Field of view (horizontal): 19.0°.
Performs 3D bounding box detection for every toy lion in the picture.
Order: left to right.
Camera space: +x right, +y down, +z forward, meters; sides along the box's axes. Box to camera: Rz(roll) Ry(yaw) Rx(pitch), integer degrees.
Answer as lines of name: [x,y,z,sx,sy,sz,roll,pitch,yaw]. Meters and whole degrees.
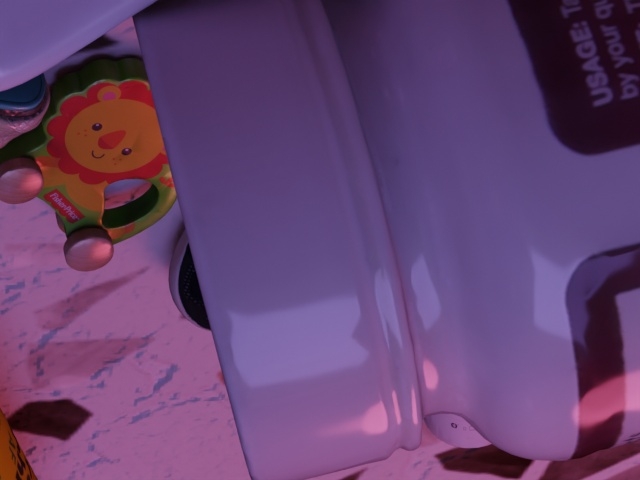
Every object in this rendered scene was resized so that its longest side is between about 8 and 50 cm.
toy lion: [-0.097,-0.039,0.880,0.096,0.034,0.100,-27,140,11]

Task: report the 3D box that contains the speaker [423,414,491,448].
speaker: [0.079,0.052,1.007,0.055,0.055,0.136,-8,142,-1]

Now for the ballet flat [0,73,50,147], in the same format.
ballet flat: [-0.195,-0.070,0.800,0.168,0.057,0.052,18,145,-30]

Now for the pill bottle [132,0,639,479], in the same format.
pill bottle: [0.141,-0.044,0.729,0.392,0.224,0.224,-14,142,-4]

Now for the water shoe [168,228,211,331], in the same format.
water shoe: [0.000,0.000,0.904,0.073,0.080,0.203,24,132,-35]

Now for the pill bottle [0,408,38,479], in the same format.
pill bottle: [-0.207,0.147,1.021,0.117,0.118,0.208,-10,142,2]

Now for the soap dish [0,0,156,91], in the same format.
soap dish: [-0.125,-0.192,0.604,0.229,0.118,0.291,-28,138,24]
